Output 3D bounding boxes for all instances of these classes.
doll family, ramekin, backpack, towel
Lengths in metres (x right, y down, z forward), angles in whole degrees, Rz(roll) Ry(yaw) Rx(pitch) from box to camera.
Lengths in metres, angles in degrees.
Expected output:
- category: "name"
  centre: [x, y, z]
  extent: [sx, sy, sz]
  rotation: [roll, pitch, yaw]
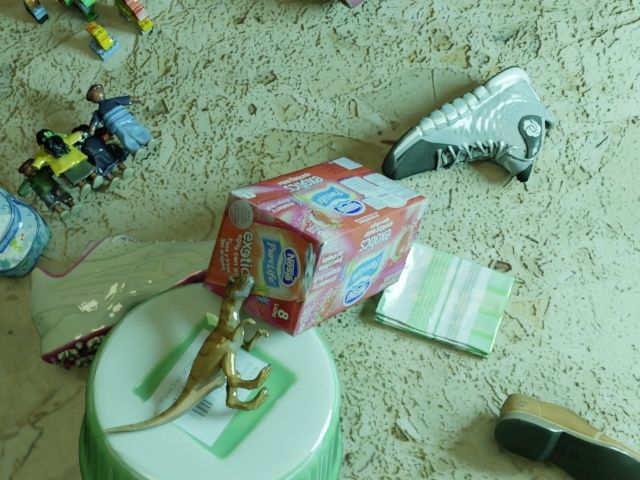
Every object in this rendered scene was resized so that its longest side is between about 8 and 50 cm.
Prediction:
- category: "doll family"
  centre: [-0.300, -0.118, 1.444]
  extent: [0.193, 0.076, 0.111]
  rotation: [-37, 76, -29]
- category: "ramekin"
  centre: [-0.118, 0.193, 1.258]
  extent: [0.303, 0.148, 0.303]
  rotation: [3, 54, -4]
- category: "backpack"
  centre: [-0.403, -0.011, 1.412]
  extent: [0.114, 0.084, 0.105]
  rotation: [26, 77, 7]
- category: "towel"
  centre: [0.152, 0.069, 1.401]
  extent: [0.152, 0.023, 0.113]
  rotation: [19, 75, 7]

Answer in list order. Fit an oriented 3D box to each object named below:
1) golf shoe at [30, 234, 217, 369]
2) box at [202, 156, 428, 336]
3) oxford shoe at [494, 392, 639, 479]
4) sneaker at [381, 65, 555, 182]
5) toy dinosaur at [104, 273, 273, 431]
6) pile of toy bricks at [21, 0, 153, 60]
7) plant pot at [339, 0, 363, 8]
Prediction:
- category: "golf shoe"
  centre: [-0.211, 0.037, 1.378]
  extent: [0.306, 0.115, 0.140]
  rotation: [-24, 70, -7]
- category: "box"
  centre: [0.000, 0.000, 1.290]
  extent: [0.128, 0.257, 0.123]
  rotation: [27, 115, 22]
- category: "oxford shoe"
  centre: [0.308, 0.234, 1.324]
  extent: [0.212, 0.076, 0.076]
  rotation: [27, 35, -1]
- category: "sneaker"
  centre: [0.198, -0.113, 1.426]
  extent: [0.228, 0.086, 0.132]
  rotation: [-34, 77, -9]
- category: "toy dinosaur"
  centre: [-0.112, 0.138, 1.176]
  extent: [0.112, 0.064, 0.211]
  rotation: [27, 76, 16]
- category: "pile of toy bricks"
  centre: [-0.329, -0.337, 1.499]
  extent: [0.118, 0.105, 0.212]
  rotation: [-43, 76, -11]
- category: "plant pot"
  centre: [0.057, -0.409, 1.475]
  extent: [0.180, 0.201, 0.201]
  rotation: [-45, 76, 4]
